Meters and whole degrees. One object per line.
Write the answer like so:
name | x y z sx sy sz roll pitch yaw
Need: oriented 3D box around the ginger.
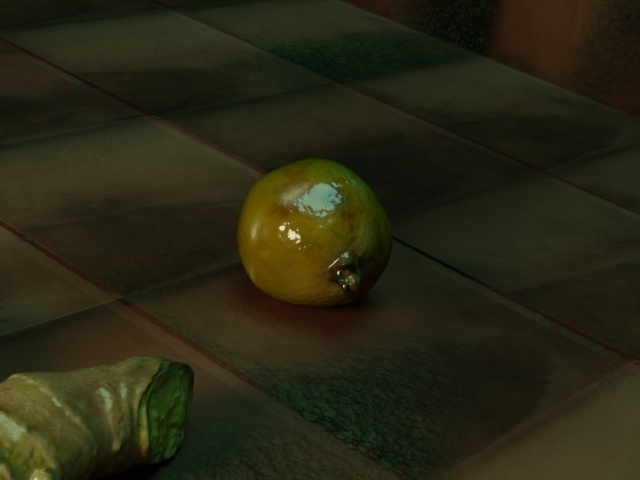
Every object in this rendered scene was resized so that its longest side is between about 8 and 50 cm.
ginger | -0.260 0.195 1.404 0.354 0.126 0.190 -10 21 -43

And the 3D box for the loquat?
loquat | 0.000 0.000 1.843 0.213 0.213 0.246 -1 27 -24
